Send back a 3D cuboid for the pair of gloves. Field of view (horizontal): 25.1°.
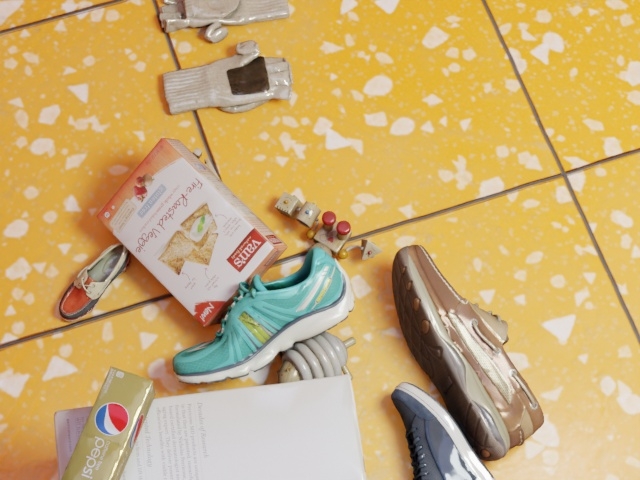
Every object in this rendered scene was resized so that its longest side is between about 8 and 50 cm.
[{"bbox_3d":[-0.146,-0.309,2.221,0.204,0.042,0.240,-3,66,-4],"label":"pair of gloves"}]

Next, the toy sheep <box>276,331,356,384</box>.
[{"bbox_3d":[-0.004,0.171,2.003,0.132,0.091,0.091,-28,71,-29],"label":"toy sheep"}]

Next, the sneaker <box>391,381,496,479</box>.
[{"bbox_3d":[0.126,0.315,1.945,0.163,0.086,0.226,-32,73,-18],"label":"sneaker"}]

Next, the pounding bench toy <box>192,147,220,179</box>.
[{"bbox_3d":[-0.190,-0.090,2.118,0.065,0.052,0.083,-25,71,-13],"label":"pounding bench toy"}]

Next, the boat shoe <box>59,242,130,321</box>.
[{"bbox_3d":[-0.324,0.058,2.054,0.049,0.043,0.137,40,72,11],"label":"boat shoe"}]

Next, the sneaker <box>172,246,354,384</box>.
[{"bbox_3d":[-0.089,0.104,1.986,0.275,0.107,0.110,-31,111,-4],"label":"sneaker"}]

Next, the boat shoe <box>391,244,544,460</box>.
[{"bbox_3d":[0.204,0.147,2.012,0.116,0.123,0.324,-22,76,-19],"label":"boat shoe"}]

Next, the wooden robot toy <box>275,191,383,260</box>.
[{"bbox_3d":[0.000,0.000,2.085,0.173,0.076,0.079,32,80,10],"label":"wooden robot toy"}]

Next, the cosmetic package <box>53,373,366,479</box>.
[{"bbox_3d":[-0.140,0.296,1.872,0.385,0.217,0.156,-7,68,-8],"label":"cosmetic package"}]

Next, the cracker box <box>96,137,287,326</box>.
[{"bbox_3d":[-0.183,-0.012,2.038,0.232,0.067,0.155,44,103,12],"label":"cracker box"}]

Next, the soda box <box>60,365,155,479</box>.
[{"bbox_3d":[-0.261,0.250,1.738,0.058,0.061,0.181,19,67,5],"label":"soda box"}]
